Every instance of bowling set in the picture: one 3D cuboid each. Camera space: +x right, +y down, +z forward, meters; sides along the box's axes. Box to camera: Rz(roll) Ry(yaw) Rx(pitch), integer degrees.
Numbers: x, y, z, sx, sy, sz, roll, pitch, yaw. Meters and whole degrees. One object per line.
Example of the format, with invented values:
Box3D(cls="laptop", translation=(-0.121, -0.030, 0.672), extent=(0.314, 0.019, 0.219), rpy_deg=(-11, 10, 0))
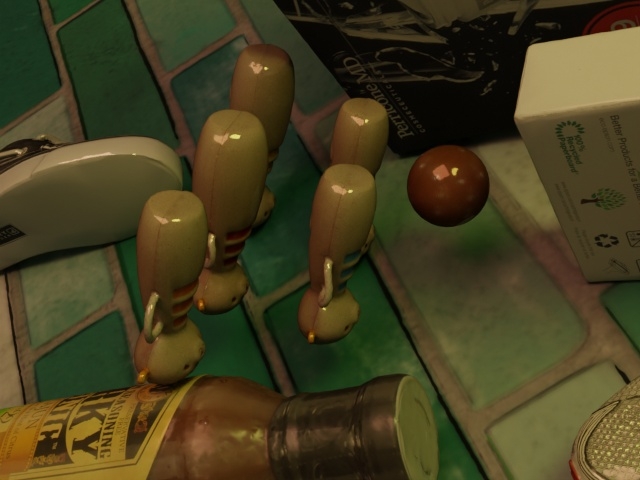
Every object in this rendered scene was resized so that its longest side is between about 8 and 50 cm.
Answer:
Box3D(cls="bowling set", translation=(0.000, 0.000, 0.644), extent=(0.200, 0.154, 0.287), rpy_deg=(14, 35, 7))

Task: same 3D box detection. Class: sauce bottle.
Box3D(cls="sauce bottle", translation=(-0.097, 0.143, 0.612), extent=(0.344, 0.111, 0.111), rpy_deg=(-13, 50, 21))

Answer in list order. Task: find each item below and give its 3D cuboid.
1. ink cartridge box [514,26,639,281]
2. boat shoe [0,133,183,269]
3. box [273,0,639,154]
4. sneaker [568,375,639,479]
Box3D(cls="ink cartridge box", translation=(0.283, -0.049, 0.494), extent=(0.333, 0.165, 0.065), rpy_deg=(-2, 54, 29))
Box3D(cls="boat shoe", translation=(-0.250, -0.047, 0.864), extent=(0.301, 0.108, 0.102), rpy_deg=(-19, 49, 27))
Box3D(cls="box", translation=(0.112, -0.252, 0.611), extent=(0.312, 0.343, 0.179), rpy_deg=(-12, 49, 34))
Box3D(cls="sneaker", translation=(0.224, 0.061, 0.492), extent=(0.225, 0.092, 0.088), rpy_deg=(-34, 45, 5))
